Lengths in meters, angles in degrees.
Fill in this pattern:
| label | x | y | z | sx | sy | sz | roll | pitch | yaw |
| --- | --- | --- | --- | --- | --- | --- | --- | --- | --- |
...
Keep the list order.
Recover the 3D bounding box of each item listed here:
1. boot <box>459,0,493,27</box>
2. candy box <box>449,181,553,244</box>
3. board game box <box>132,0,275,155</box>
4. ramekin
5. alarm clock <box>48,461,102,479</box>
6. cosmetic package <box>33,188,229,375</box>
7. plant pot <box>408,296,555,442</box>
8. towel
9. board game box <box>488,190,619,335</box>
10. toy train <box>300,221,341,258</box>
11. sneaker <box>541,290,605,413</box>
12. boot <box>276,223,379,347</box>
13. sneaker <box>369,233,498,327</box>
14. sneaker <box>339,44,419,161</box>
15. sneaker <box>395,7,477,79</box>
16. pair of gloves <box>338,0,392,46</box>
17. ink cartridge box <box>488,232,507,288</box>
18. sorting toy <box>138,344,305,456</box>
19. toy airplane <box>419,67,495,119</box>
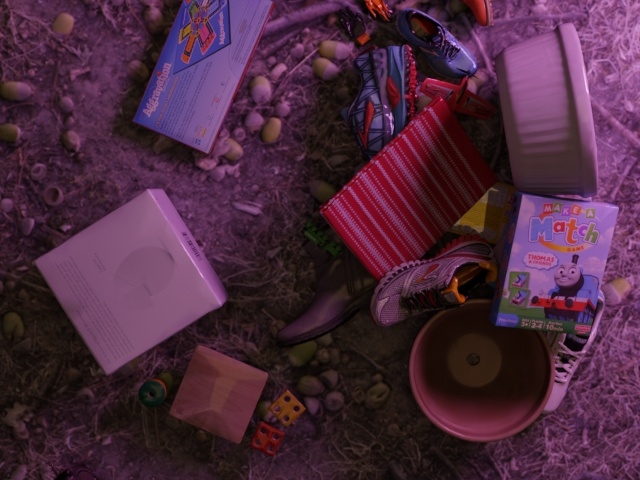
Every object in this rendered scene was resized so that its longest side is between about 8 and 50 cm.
| label | x | y | z | sx | sy | sz | roll | pitch | yaw |
| --- | --- | --- | --- | --- | --- | --- | --- | --- | --- |
| boot | 0.233 | -0.417 | 1.559 | 0.085 | 0.059 | 0.158 | -24 | 84 | 6 |
| candy box | 0.282 | -0.051 | 1.589 | 0.206 | 0.027 | 0.105 | 15 | 94 | 1 |
| board game box | -0.199 | -0.302 | 1.590 | 0.145 | 0.027 | 0.281 | 24 | 94 | -1 |
| ramekin | 0.352 | -0.194 | 1.470 | 0.127 | 0.273 | 0.273 | -9 | 93 | 13 |
| alarm clock | -0.387 | 0.457 | 1.597 | 0.064 | 0.129 | 0.192 | -37 | 120 | 1 |
| cosmetic package | -0.309 | 0.065 | 1.559 | 0.225 | 0.138 | 0.224 | -31 | 92 | 2 |
| plant pot | 0.263 | 0.209 | 1.565 | 0.237 | 0.110 | 0.237 | 0 | 92 | 2 |
| towel | 0.146 | -0.076 | 1.507 | 0.275 | 0.031 | 0.199 | -44 | 119 | -6 |
| board game box | 0.362 | 0.037 | 1.461 | 0.160 | 0.039 | 0.211 | 7 | 102 | -9 |
| toy train | 0.000 | 0.000 | 1.559 | 0.083 | 0.017 | 0.024 | 38 | 59 | 19 |
| sneaker | 0.408 | 0.182 | 1.572 | 0.085 | 0.086 | 0.237 | 20 | 95 | -1 |
| boot | 0.009 | 0.068 | 1.591 | 0.246 | 0.083 | 0.161 | -29 | 82 | 1 |
| sneaker | 0.180 | 0.072 | 1.497 | 0.225 | 0.092 | 0.088 | -31 | 123 | 4 |
| sneaker | 0.096 | -0.193 | 1.567 | 0.125 | 0.104 | 0.262 | 4 | 91 | 21 |
| sneaker | 0.193 | -0.324 | 1.553 | 0.162 | 0.073 | 0.063 | 37 | 94 | -5 |
| pair of gloves | 0.076 | -0.380 | 1.585 | 0.083 | 0.010 | 0.074 | -41 | 93 | 6 |
| ink cartridge box | 0.354 | 0.057 | 1.547 | 0.143 | 0.090 | 0.092 | 35 | 115 | -8 |
| sorting toy | -0.164 | 0.265 | 1.612 | 0.274 | 0.046 | 0.132 | 23 | 94 | 1 |
| toy airplane | 0.218 | -0.215 | 1.566 | 0.151 | 0.028 | 0.151 | -8 | 113 | -18 |
